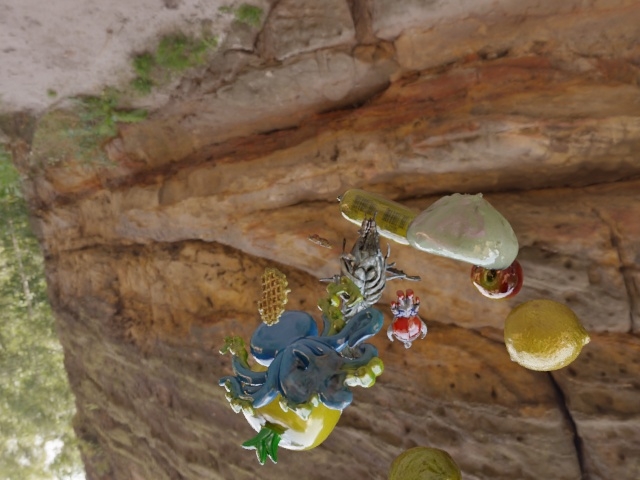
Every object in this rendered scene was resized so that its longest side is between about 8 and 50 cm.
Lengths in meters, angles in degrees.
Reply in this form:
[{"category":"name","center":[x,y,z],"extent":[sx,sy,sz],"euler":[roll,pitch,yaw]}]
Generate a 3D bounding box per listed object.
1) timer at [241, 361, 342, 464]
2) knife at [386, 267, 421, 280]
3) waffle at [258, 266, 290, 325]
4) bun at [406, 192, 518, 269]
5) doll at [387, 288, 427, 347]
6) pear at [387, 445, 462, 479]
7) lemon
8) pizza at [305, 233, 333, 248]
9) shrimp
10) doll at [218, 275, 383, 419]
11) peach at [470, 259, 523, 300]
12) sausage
[{"category":"timer","center":[-0.093,0.431,1.280],"extent":[0.285,0.285,0.285],"euler":[-12,178,0]},{"category":"knife","center":[0.269,0.116,1.826],"extent":[0.222,0.046,0.021],"euler":[9,167,-27]},{"category":"waffle","center":[-0.074,0.086,0.784],"extent":[0.016,0.085,0.078],"euler":[9,-172,-35]},{"category":"bun","center":[0.377,-0.036,1.346],"extent":[0.293,0.187,0.293],"euler":[16,179,0]},{"category":"doll","center":[0.236,0.222,1.414],"extent":[0.104,0.195,0.062],"euler":[-17,-150,-16]},{"category":"pear","center":[0.396,0.963,2.033],"extent":[0.287,0.287,0.375],"euler":[-10,175,-32]},{"category":"lemon","center":[0.729,0.304,1.663],"extent":[0.253,0.228,0.228],"euler":[-17,177,15]},{"category":"pizza","center":[0.014,0.006,1.719],"extent":[0.100,0.029,0.099],"euler":[23,180,-30]},{"category":"shrimp","center":[0.105,0.125,1.346],"extent":[0.221,0.411,0.166],"euler":[4,-152,-7]},{"category":"doll","center":[-0.031,0.227,1.022],"extent":[0.346,0.099,0.341],"euler":[-33,-145,-10]},{"category":"peach","center":[0.661,0.133,1.902],"extent":[0.197,0.197,0.197],"euler":[-12,178,0]},{"category":"sausage","center":[0.204,-0.079,1.692],"extent":[0.347,0.123,0.123],"euler":[26,-167,21]}]
